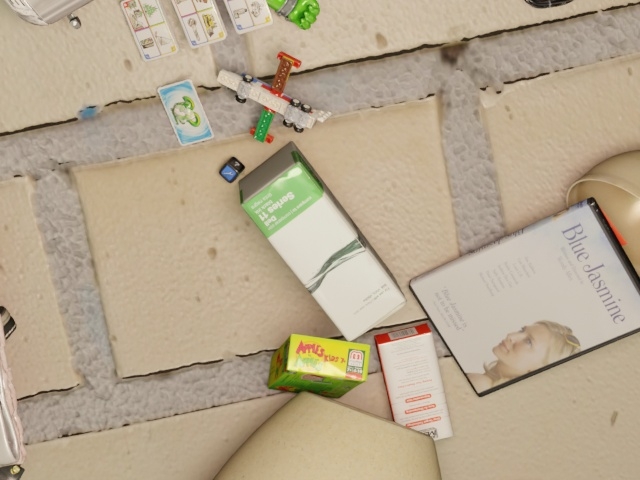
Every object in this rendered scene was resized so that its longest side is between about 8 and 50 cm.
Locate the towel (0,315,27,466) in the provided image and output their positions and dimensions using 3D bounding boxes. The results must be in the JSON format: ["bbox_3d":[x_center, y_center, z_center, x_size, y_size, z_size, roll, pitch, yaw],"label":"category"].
[{"bbox_3d":[-0.514,0.128,1.576,0.316,0.053,0.332,-12,88,11],"label":"towel"}]

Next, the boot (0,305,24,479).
[{"bbox_3d":[-0.412,0.208,1.656,0.236,0.085,0.178,-42,108,5],"label":"boot"}]

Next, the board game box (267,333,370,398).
[{"bbox_3d":[-0.005,0.150,1.625,0.092,0.181,0.043,9,76,-7],"label":"board game box"}]

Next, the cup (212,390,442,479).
[{"bbox_3d":[0.018,0.315,1.618,0.331,0.331,0.237,21,85,-10],"label":"cup"}]

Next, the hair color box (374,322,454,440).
[{"bbox_3d":[0.117,0.181,1.714,0.072,0.043,0.141,-13,103,-2],"label":"hair color box"}]

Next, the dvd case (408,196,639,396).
[{"bbox_3d":[0.259,0.074,1.666,0.253,0.022,0.180,-26,107,22],"label":"dvd case"}]

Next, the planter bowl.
[{"bbox_3d":[0.391,-0.045,1.641,0.109,0.162,0.162,-44,105,-22],"label":"planter bowl"}]

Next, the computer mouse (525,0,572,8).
[{"bbox_3d":[0.342,-0.349,1.612,0.242,0.041,0.071,-37,104,4],"label":"computer mouse"}]

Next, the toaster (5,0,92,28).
[{"bbox_3d":[-0.309,-0.345,1.509,0.146,0.129,0.227,-35,105,6],"label":"toaster"}]

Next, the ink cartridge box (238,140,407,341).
[{"bbox_3d":[0.000,0.000,1.605,0.087,0.153,0.208,-37,103,4],"label":"ink cartridge box"}]

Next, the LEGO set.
[{"bbox_3d":[-0.104,-0.192,1.595,0.182,0.060,0.244,-12,109,28],"label":"LEGO set"}]

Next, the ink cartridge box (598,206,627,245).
[{"bbox_3d":[0.307,0.002,1.658,0.063,0.115,0.029,51,56,-13],"label":"ink cartridge box"}]

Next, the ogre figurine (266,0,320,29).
[{"bbox_3d":[-0.040,-0.350,1.549,0.118,0.097,0.197,11,115,-19],"label":"ogre figurine"}]
